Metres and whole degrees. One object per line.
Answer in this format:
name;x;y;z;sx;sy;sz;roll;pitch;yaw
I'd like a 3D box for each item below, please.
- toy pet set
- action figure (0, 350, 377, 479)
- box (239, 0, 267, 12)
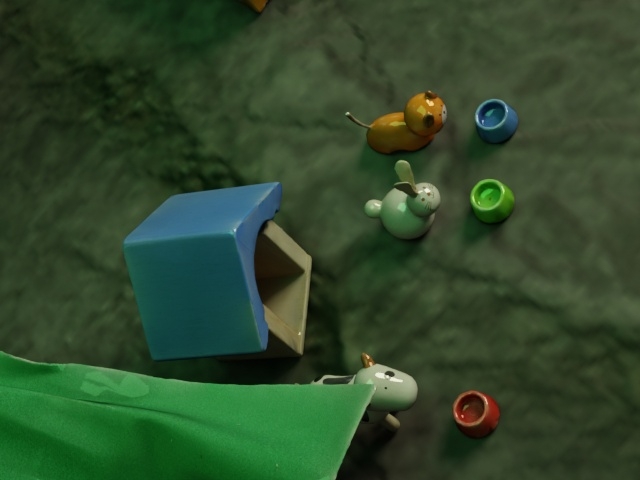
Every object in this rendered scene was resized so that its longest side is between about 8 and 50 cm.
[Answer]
toy pet set;0.000;0.000;0.536;0.114;0.065;0.122;-6;64;23
action figure;-0.095;0.086;0.536;0.232;0.063;0.137;14;86;25
box;-0.049;-0.157;0.656;0.136;0.028;0.081;36;85;32
